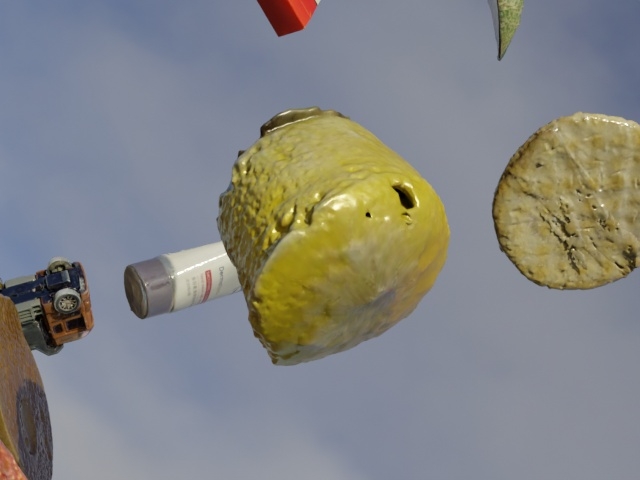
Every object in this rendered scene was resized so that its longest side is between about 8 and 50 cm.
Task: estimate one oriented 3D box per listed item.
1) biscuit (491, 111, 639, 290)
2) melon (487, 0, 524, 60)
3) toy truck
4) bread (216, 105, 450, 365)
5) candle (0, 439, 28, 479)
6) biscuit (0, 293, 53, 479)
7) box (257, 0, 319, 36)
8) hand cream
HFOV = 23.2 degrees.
[{"bbox_3d":[0.296,-0.041,1.741,0.033,0.219,0.220,-105,180,-65],"label":"biscuit"},{"bbox_3d":[0.184,-0.289,1.643,0.098,0.054,0.182,130,-49,-65],"label":"melon"},{"bbox_3d":[-0.377,0.094,1.935,0.083,0.192,0.092,-116,-167,-51],"label":"toy truck"},{"bbox_3d":[0.004,-0.001,1.278,0.170,0.197,0.197,52,-29,41],"label":"bread"},{"bbox_3d":[-0.289,0.220,1.134,0.287,0.131,0.317,38,33,-59],"label":"candle"},{"bbox_3d":[-0.326,0.166,1.609,0.181,0.049,0.208,-96,175,-56],"label":"biscuit"},{"bbox_3d":[-0.034,-0.327,1.855,0.048,0.152,0.100,-13,-55,35],"label":"box"},{"bbox_3d":[-0.159,0.049,2.264,0.083,0.247,0.133,59,-30,28],"label":"hand cream"}]
